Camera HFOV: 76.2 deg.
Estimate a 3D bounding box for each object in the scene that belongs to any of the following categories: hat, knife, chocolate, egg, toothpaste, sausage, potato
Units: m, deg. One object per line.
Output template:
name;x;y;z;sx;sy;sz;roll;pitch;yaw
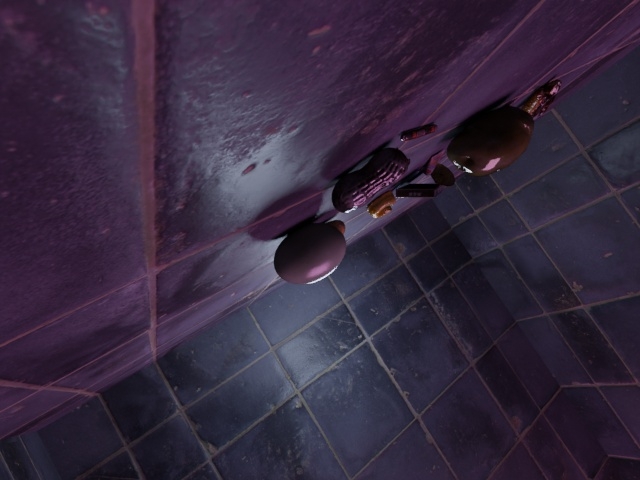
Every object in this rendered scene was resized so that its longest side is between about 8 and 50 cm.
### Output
hat;0.588;-0.308;2.031;0.146;0.146;0.067;-28;164;-34
knife;0.384;-0.267;1.989;0.044;0.019;0.313;-29;175;-34
chocolate;0.134;-0.170;1.144;0.248;0.110;0.110;-37;173;11
egg;-0.037;0.046;1.476;0.282;0.203;0.203;-25;171;-18
toothpaste;0.510;-0.352;1.853;0.067;0.043;0.194;-29;167;-7
sausage;0.281;-0.307;1.157;0.198;0.025;0.028;-28;140;-41
potato;0.000;0.000;1.722;0.235;0.128;0.161;-39;-172;14
potato;0.648;-0.370;1.561;0.326;0.221;0.243;-35;172;-17

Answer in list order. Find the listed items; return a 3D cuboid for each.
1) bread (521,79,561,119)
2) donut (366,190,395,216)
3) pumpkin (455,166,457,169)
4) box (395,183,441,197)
bread;0.991;-0.635;1.851;0.139;0.095;0.269;-35;159;0
donut;0.299;-0.169;2.026;0.146;0.078;0.181;-29;169;-12
pumpkin;0.849;-0.477;2.292;0.217;0.110;0.217;-29;-174;3
box;0.491;-0.247;2.005;0.180;0.047;0.325;3;-168;22
